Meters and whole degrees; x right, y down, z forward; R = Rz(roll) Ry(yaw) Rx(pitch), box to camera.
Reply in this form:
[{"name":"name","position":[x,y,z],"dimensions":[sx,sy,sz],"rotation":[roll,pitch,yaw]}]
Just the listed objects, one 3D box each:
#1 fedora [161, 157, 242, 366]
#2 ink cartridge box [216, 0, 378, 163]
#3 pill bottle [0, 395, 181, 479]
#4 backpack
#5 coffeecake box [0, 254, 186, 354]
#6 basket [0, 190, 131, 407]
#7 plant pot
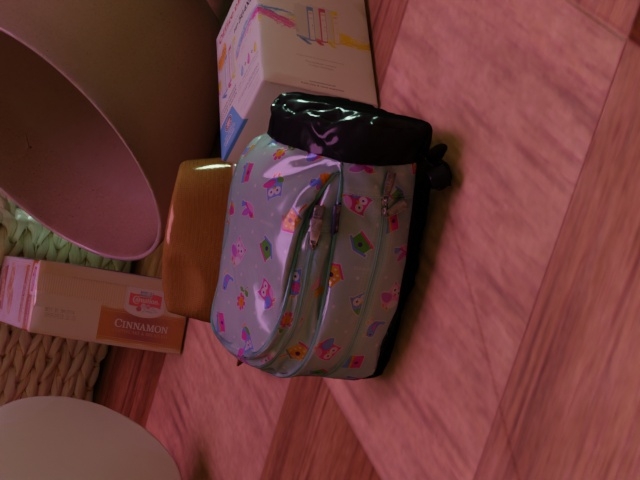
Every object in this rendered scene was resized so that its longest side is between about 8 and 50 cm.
[{"name":"fedora","position":[-0.081,-0.001,1.456],"dimensions":[0.194,0.079,0.194],"rotation":[-176,90,-86]},{"name":"ink cartridge box","position":[-0.021,-0.131,1.395],"dimensions":[0.092,0.090,0.143],"rotation":[121,152,-45]},{"name":"pill bottle","position":[-0.256,0.340,1.596],"dimensions":[0.229,0.229,0.407],"rotation":[-107,33,-54]},{"name":"backpack","position":[0.000,0.000,1.230],"dimensions":[0.152,0.115,0.182],"rotation":[-149,68,-67]},{"name":"coffeecake box","position":[-0.215,0.058,1.761],"dimensions":[0.185,0.142,0.068],"rotation":[-178,97,-71]},{"name":"basket","position":[-0.389,0.042,1.998],"dimensions":[0.331,0.266,0.328],"rotation":[48,125,52]},{"name":"plant pot","position":[-0.193,-0.148,1.698],"dimensions":[0.191,0.284,0.284],"rotation":[-48,5,-27]}]
